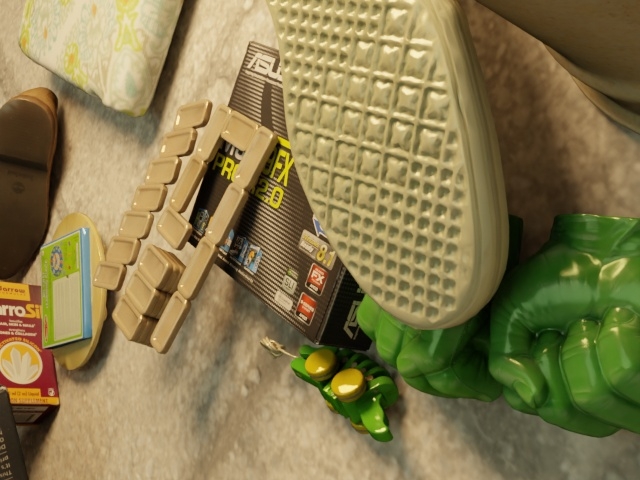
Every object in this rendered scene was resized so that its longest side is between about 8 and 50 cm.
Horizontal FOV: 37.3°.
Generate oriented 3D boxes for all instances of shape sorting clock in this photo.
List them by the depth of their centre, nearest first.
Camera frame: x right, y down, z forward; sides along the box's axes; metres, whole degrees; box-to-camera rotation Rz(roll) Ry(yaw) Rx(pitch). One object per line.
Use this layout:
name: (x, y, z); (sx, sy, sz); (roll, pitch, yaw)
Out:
shape sorting clock: (-0.324, 0.066, 1.248); (0.206, 0.040, 0.206); (-6, 82, 50)

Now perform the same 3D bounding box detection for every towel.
towel: (-0.276, -0.360, 1.245); (0.374, 0.090, 0.321); (32, 110, 49)

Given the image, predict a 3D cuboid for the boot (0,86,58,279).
boot: (-0.443, -0.083, 1.405); (0.115, 0.112, 0.305); (-91, 22, -65)

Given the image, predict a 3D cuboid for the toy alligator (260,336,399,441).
toy alligator: (0.014, 0.113, 0.826); (0.051, 0.056, 0.189); (-39, 37, -16)

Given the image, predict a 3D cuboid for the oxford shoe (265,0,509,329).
oxford shoe: (0.043, -0.154, 0.687); (0.169, 0.130, 0.450); (-36, 64, 39)

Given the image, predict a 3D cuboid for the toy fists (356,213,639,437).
toy fists: (0.133, 0.051, 0.656); (0.279, 0.096, 0.142); (6, 88, 49)

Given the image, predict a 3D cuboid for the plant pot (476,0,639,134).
plant pot: (0.153, -0.241, 0.504); (0.333, 0.305, 0.334); (-18, 67, 51)

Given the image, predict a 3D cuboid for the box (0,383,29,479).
box: (-0.494, 0.367, 1.164); (0.293, 0.212, 0.396); (5, 109, 50)

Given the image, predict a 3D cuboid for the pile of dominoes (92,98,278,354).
pile of dominoes: (-0.134, -0.018, 0.955); (0.196, 0.040, 0.251); (38, 102, 51)

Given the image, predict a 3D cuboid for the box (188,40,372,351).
box: (-0.016, -0.052, 0.870); (0.270, 0.060, 0.216); (33, 107, 51)

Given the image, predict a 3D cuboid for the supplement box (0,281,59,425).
supplement box: (-0.436, 0.156, 1.317); (0.081, 0.104, 0.188); (-40, 54, 38)
